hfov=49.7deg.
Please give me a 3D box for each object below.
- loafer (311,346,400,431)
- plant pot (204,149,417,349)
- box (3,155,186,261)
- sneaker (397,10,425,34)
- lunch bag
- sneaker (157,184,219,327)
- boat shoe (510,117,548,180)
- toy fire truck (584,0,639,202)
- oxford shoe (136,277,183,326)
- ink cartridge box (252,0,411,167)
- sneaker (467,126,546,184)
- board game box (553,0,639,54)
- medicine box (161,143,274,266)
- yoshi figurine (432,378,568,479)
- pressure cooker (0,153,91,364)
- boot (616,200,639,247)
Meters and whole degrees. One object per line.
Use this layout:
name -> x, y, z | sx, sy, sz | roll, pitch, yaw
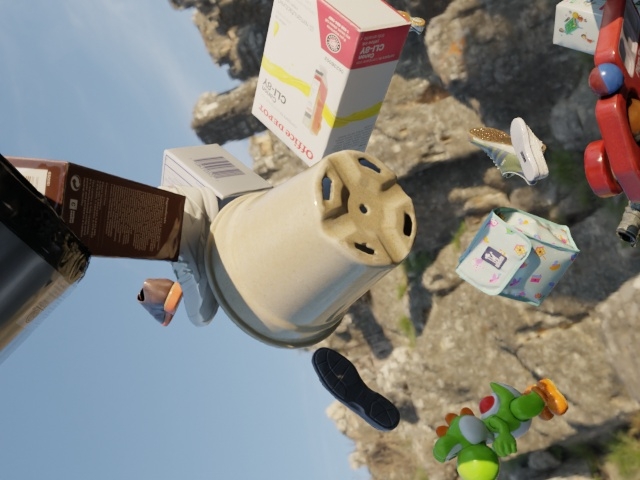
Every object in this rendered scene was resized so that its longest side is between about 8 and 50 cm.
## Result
loafer -> 0.084, 0.426, 1.929 | 0.302, 0.109, 0.095 | 41, 150, 7
plant pot -> 0.000, 0.000, 1.275 | 0.334, 0.305, 0.334 | 16, -120, -29
box -> -0.397, -0.042, 1.154 | 0.381, 0.191, 0.143 | 8, -92, -75
sneaker -> 0.202, -0.507, 1.616 | 0.032, 0.083, 0.037 | -57, -11, -29
lunch bag -> 0.528, 0.040, 1.888 | 0.160, 0.262, 0.223 | -95, 25, -52
sneaker -> -0.275, 0.027, 1.381 | 0.152, 0.114, 0.305 | 10, -121, -40
boat shoe -> 0.315, -0.138, 1.032 | 0.035, 0.035, 0.100 | 123, 135, -66
toy fire truck -> 0.513, -0.227, 1.140 | 0.254, 0.169, 0.302 | 45, -126, -29
oxford shoe -> -0.390, 0.139, 1.678 | 0.271, 0.098, 0.097 | 131, 161, -65
ink cartridge box -> 0.009, -0.389, 1.592 | 0.279, 0.160, 0.384 | 46, 139, 27
sneaker -> 0.371, -0.168, 1.401 | 0.192, 0.064, 0.086 | 32, 136, 50
board game box -> 0.667, -0.450, 1.395 | 0.303, 0.224, 0.097 | 32, 149, 36
medicine box -> -0.257, -0.044, 1.642 | 0.263, 0.149, 0.289 | 37, 128, 39
yoshi figurine -> 0.477, 0.520, 1.813 | 0.203, 0.362, 0.203 | 39, 151, 66
pressure cooker -> -0.510, 0.048, 0.724 | 0.375, 0.420, 0.370 | 29, 161, 37
boot -> 0.687, -0.064, 1.475 | 0.083, 0.161, 0.246 | 29, -168, 32
